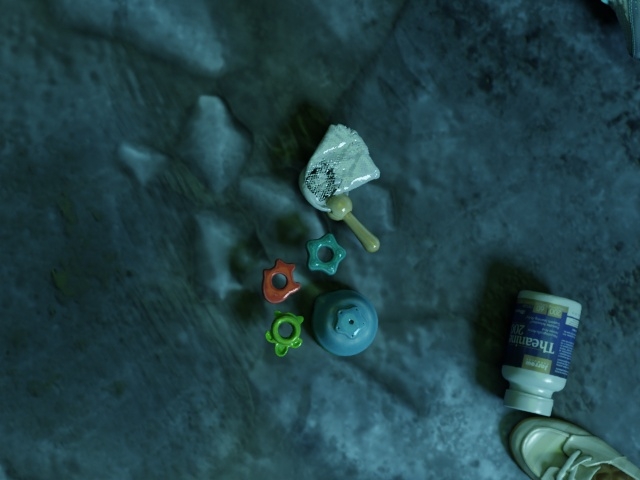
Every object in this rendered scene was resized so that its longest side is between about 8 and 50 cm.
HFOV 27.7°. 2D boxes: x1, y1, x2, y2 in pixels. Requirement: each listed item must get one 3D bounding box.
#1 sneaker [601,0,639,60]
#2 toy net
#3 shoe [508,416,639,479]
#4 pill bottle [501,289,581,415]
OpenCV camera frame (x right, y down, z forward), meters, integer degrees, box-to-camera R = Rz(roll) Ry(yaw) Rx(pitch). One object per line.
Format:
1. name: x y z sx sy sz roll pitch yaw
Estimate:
1. sneaker: 0.276 -0.315 1.357 0.122 0.110 0.283 -19 88 7
2. toy net: 0.000 0.000 1.305 0.122 0.045 0.232 1 85 -9
3. shoe: 0.294 0.248 1.331 0.219 0.058 0.076 31 81 0
4. pill bottle: 0.223 0.115 1.327 0.067 0.067 0.120 14 84 -10
